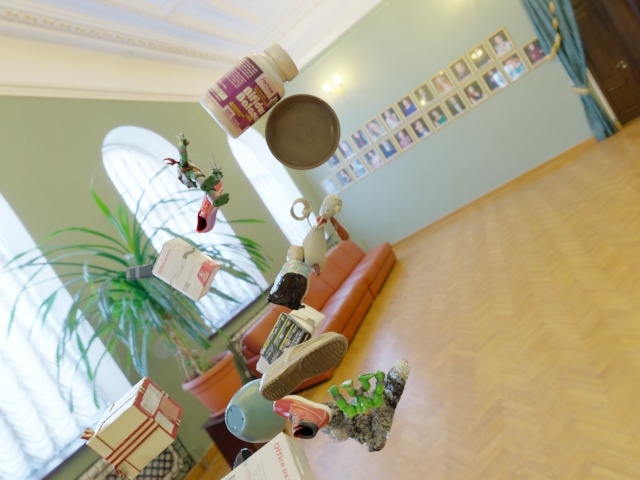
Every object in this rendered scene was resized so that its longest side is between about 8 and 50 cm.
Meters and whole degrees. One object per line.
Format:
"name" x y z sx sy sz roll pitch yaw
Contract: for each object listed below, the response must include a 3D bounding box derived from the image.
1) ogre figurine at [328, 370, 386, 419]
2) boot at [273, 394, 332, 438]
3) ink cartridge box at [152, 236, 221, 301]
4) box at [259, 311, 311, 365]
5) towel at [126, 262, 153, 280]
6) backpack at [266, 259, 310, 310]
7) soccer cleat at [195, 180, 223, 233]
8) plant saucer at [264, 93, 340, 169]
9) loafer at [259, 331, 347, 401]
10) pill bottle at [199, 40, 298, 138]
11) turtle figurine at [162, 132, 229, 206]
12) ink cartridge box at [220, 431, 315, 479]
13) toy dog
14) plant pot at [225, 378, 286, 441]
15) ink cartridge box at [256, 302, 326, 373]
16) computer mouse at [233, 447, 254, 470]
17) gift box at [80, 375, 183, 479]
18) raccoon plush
"ogre figurine" 0.137 0.522 1.429 0.197 0.118 0.097 -14 -5 -32
"boot" -0.101 0.662 1.582 0.245 0.088 0.176 2 7 27
"ink cartridge box" -0.525 0.111 1.662 0.158 0.218 0.092 -61 -5 18
"box" -0.135 0.393 1.608 0.184 0.045 0.190 25 87 56
"towel" -0.843 0.148 1.976 0.120 0.067 0.029 -10 -26 -8
"backpack" -0.111 0.164 1.595 0.115 0.152 0.181 -93 21 -54
"soccer cleat" -0.460 -0.143 1.745 0.095 0.083 0.247 -47 -24 -67
"plant saucer" -0.065 -0.395 1.556 0.278 0.277 0.041 -32 1 2
"loafer" -0.053 0.321 1.138 0.269 0.101 0.092 -32 32 -1
"pill bottle" -0.220 -0.480 1.346 0.301 0.169 0.169 -42 3 1
"turtle figurine" -0.356 -0.200 1.231 0.118 0.234 0.175 -47 -33 6
"ink cartridge box" -0.170 0.784 1.285 0.306 0.131 0.226 -36 36 -1
"toy dog" 0.000 0.000 1.626 0.220 0.333 0.161 -9 33 -26
"plant pot" -0.331 0.818 1.999 0.290 0.290 0.195 -31 -22 28
"ink cartridge box" -0.143 0.530 2.226 0.285 0.166 0.395 -66 -12 12
"computer mouse" -0.335 1.068 1.895 0.072 0.188 0.272 -22 32 24
"gift box" -0.723 0.726 1.629 0.258 0.255 0.276 -42 9 0
"raccoon plush" 0.161 0.651 1.765 0.216 0.299 0.446 47 -117 -81
